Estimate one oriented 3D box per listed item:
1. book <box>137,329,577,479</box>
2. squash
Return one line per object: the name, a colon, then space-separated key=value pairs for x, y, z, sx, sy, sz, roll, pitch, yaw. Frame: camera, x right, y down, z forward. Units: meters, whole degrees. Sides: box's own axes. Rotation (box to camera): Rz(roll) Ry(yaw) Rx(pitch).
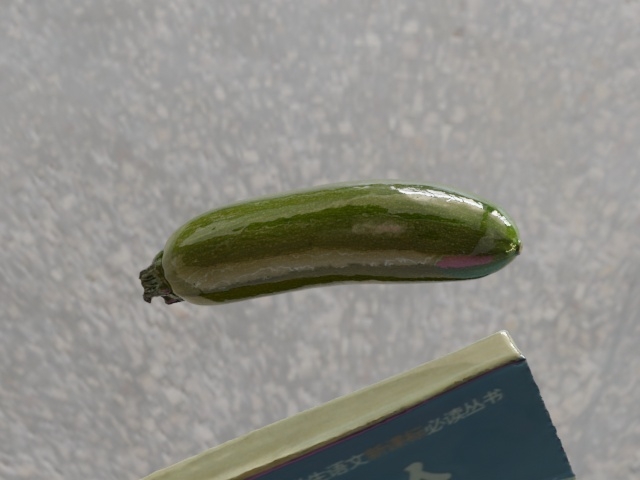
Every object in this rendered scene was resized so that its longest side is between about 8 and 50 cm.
book: x=0.053 y=0.235 z=1.246 sx=0.300 sy=0.428 sz=0.039 roll=-23 pitch=53 yaw=5
squash: x=0.000 y=0.000 z=1.034 sx=0.258 sy=0.069 sz=0.069 roll=-6 pitch=72 yaw=24
